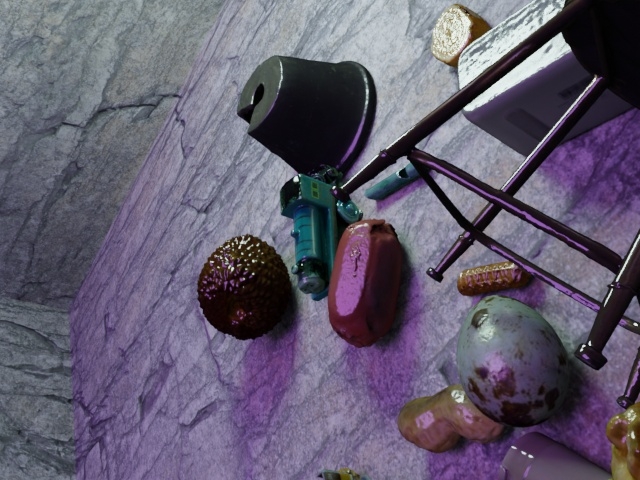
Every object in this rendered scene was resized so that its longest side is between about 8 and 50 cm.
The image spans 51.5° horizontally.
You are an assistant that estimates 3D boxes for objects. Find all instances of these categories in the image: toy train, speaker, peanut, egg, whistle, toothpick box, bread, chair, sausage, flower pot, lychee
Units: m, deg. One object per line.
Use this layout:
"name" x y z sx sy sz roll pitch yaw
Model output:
"toy train" -0.007 -0.125 1.720 0.170 0.111 0.071 -29 24 37
"speaker" 0.425 -0.308 1.091 0.406 0.184 0.184 -28 52 47
"peanut" 0.227 0.313 1.169 0.229 0.098 0.103 -32 91 46
"toy train" 0.000 0.000 1.564 0.120 0.194 0.298 -34 49 42
"egg" 0.300 0.185 1.056 0.169 0.169 0.231 -46 32 34
"whistle" 0.173 -0.138 1.516 0.186 0.039 0.039 -30 51 46
"toothpick box" 0.356 0.359 0.941 0.180 0.111 0.111 23 94 55
"bread" 0.298 -0.441 1.445 0.122 0.073 0.149 -56 36 26
"bread" 0.312 0.068 1.205 0.157 0.044 0.052 -19 63 51
"chair" 0.325 -0.082 0.826 0.361 0.364 0.410 36 91 35
"sausage" 0.097 0.088 1.420 0.152 0.152 0.280 -5 71 55
"flower pot" -0.058 -0.354 1.775 0.379 0.251 0.380 -33 47 44
"lychee" -0.195 0.117 1.763 0.267 0.267 0.268 -30 51 46

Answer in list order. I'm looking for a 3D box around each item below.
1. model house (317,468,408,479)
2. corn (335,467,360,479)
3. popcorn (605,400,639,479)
"model house" 0.058 0.546 1.193 0.224 0.215 0.199 -51 35 28
"corn" -0.016 0.595 1.386 0.311 0.101 0.101 -60 35 20
"popcorn" 0.451 0.274 0.746 0.286 0.252 0.215 -48 -6 5
